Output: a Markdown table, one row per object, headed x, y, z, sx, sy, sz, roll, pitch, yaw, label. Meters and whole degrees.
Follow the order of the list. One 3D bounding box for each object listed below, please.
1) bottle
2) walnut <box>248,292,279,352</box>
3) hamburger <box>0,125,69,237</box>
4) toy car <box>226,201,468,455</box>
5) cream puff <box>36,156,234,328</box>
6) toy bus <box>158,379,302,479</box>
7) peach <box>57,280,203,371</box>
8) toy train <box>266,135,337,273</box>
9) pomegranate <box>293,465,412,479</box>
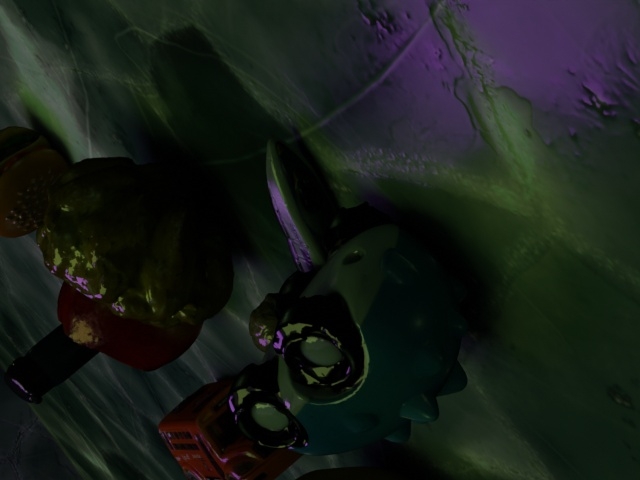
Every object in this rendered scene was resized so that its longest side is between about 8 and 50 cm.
| x | y | z | sx | sy | sz | roll | pitch | yaw | label |
| --- | --- | --- | --- | --- | --- | --- | --- | --- | --- |
| -0.372 | 0.150 | 1.976 | 0.082 | 0.244 | 0.072 | 33 | 152 | 32 | bottle |
| -0.041 | 0.097 | 1.492 | 0.092 | 0.092 | 0.092 | 40 | 156 | 22 | walnut |
| -0.438 | -0.082 | 1.853 | 0.115 | 0.162 | 0.162 | 38 | 155 | 23 | hamburger |
| 0.041 | 0.105 | 1.218 | 0.190 | 0.188 | 0.255 | 31 | 134 | -7 | toy car |
| -0.217 | 0.004 | 1.522 | 0.244 | 0.244 | 0.196 | 14 | 104 | 54 | cream puff |
| -0.122 | 0.280 | 1.860 | 0.153 | 0.143 | 0.329 | 55 | 159 | -6 | toy bus |
| -0.260 | 0.093 | 1.755 | 0.190 | 0.192 | 0.190 | 50 | 158 | 30 | peach |
| -0.001 | 0.000 | 1.305 | 0.048 | 0.055 | 0.252 | 26 | 149 | 44 | toy train |
| 0.049 | 0.423 | 1.614 | 0.319 | 0.319 | 0.319 | 40 | 156 | 22 | pomegranate |
